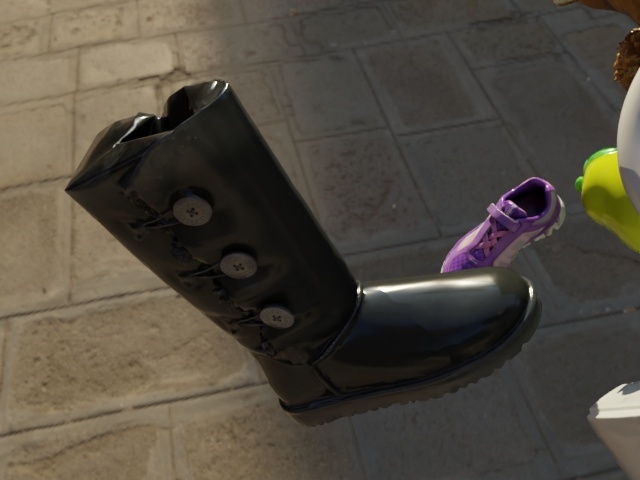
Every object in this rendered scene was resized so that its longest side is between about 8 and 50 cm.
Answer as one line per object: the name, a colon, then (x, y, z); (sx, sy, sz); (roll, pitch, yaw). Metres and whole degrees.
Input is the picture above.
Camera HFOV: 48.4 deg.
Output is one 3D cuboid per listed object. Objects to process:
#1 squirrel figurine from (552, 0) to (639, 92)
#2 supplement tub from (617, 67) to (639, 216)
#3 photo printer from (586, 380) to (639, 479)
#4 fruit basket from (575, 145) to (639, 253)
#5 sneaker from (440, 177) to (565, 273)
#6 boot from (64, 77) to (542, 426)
squirrel figurine: (0.546, -0.342, 1.074); (0.370, 0.397, 0.281); (20, 45, 33)
supplement tub: (0.260, -0.038, 0.369); (0.200, 0.144, 0.144); (13, 30, -45)
photo printer: (0.493, 0.315, 0.875); (0.107, 0.256, 0.307); (-32, 79, -10)
fruit basket: (0.540, -0.035, 0.942); (0.283, 0.392, 0.392); (-5, 47, -11)
sneaker: (0.271, -0.011, 1.072); (0.236, 0.104, 0.095); (-42, 65, -6)
boot: (-0.002, 0.001, 0.801); (0.367, 0.445, 0.146); (-27, 28, 16)
